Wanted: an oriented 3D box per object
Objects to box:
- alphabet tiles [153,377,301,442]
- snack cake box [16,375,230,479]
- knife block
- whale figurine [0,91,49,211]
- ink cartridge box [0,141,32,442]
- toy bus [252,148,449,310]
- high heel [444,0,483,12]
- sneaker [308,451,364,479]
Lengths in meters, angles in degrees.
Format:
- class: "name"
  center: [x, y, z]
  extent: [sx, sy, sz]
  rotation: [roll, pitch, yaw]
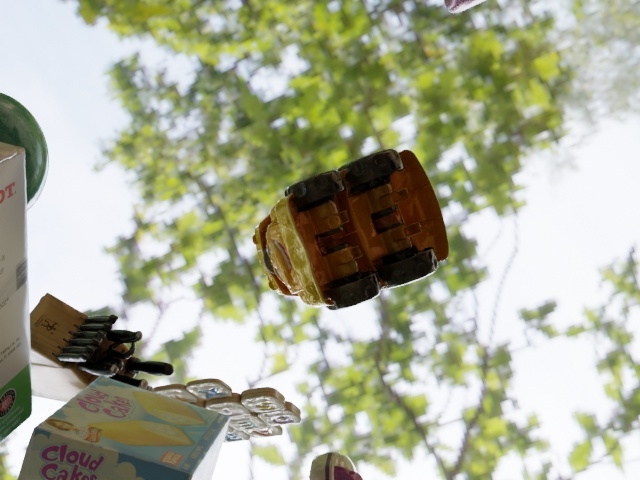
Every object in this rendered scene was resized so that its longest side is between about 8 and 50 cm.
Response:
- class: "alphabet tiles"
  center: [-0.182, 0.274, 2.129]
  extent: [0.278, 0.284, 0.021]
  rotation: [51, -148, -59]
- class: "snack cake box"
  center: [-0.188, 0.216, 1.353]
  extent: [0.264, 0.152, 0.089]
  rotation: [-52, -20, -84]
- class: "knife block"
  center: [-0.324, 0.192, 2.006]
  extent: [0.242, 0.275, 0.088]
  rotation: [31, -119, 9]
- class: "whale figurine"
  center: [-0.437, -0.126, 1.674]
  extent: [0.141, 0.272, 0.216]
  rotation: [-37, -40, -30]
- class: "ink cartridge box"
  center: [-0.356, 0.068, 1.188]
  extent: [0.211, 0.122, 0.289]
  rotation: [-44, -36, -56]
- class: "toy bus"
  center: [0.000, 0.000, 1.560]
  extent: [0.220, 0.211, 0.149]
  rotation: [-22, -86, -44]
- class: "high heel"
  center: [0.206, -0.450, 1.632]
  extent: [0.127, 0.181, 0.377]
  rotation: [25, -126, -13]
- class: "sneaker"
  center: [0.082, 0.311, 1.402]
  extent: [0.282, 0.161, 0.102]
  rotation: [-107, -3, -52]
